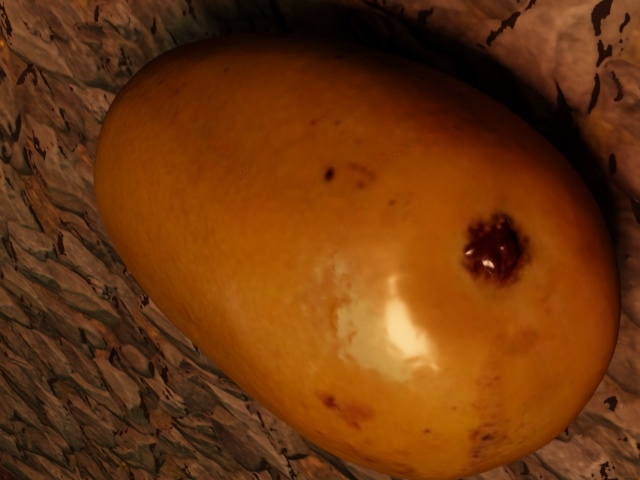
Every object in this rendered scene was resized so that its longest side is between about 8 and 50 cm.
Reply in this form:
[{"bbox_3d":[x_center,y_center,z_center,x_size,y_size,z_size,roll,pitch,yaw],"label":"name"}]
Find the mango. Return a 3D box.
[{"bbox_3d":[0.000,0.000,0.883,0.445,0.232,0.300,21,149,47],"label":"mango"}]
